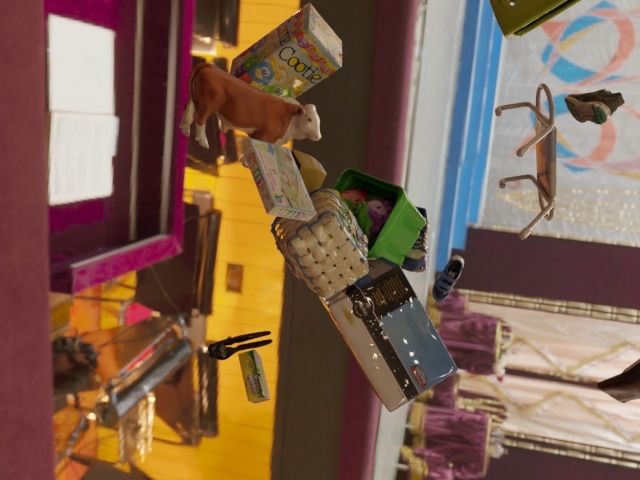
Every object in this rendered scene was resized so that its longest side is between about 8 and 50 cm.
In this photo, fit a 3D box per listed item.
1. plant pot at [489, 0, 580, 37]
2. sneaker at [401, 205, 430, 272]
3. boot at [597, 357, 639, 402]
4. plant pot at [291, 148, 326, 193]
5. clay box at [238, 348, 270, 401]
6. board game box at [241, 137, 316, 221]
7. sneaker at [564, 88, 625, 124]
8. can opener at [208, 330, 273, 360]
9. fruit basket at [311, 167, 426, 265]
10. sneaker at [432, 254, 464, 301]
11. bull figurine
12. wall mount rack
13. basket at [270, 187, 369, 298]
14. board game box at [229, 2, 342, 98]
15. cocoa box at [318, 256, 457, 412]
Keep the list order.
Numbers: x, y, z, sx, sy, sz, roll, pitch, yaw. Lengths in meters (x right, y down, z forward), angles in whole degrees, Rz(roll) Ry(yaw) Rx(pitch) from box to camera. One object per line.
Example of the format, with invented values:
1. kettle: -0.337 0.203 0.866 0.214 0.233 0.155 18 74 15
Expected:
1. plant pot: 0.443 -0.565 1.485 0.207 0.228 0.227 62 23 -2
2. sneaker: 0.303 -0.010 2.335 0.296 0.112 0.131 -83 -178 -60
3. boot: 0.716 0.304 1.606 0.248 0.207 0.090 29 47 -35
4. plant pot: -0.035 -0.162 1.743 0.081 0.083 0.081 -66 -148 29
5. clay box: -0.176 0.364 1.914 0.222 0.053 0.127 86 -11 -75
6. board game box: -0.076 -0.110 1.299 0.103 0.026 0.154 9 50 -46
7. sneaker: 0.585 -0.292 1.532 0.065 0.076 0.166 56 0 -23
8. can opener: -0.225 0.288 2.014 0.073 0.186 0.059 -148 -138 -74
9. fruit basket: 0.081 -0.087 2.220 0.283 0.392 0.392 -59 167 0
10. sneaker: 0.358 0.106 2.021 0.059 0.053 0.144 3 112 -87
11. bull figurine: -0.156 -0.263 1.571 0.188 0.310 0.101 -62 -171 9
12. wall mount rack: 0.489 -0.174 1.681 0.304 0.130 0.350 -91 171 -62
13. basket: 0.000 0.000 1.762 0.255 0.201 0.289 58 -4 -24
14. board game box: -0.094 -0.471 1.907 0.144 0.275 0.142 43 31 -32
15. cocoa box: 0.185 0.253 2.019 0.347 0.228 0.231 60 -4 -8
